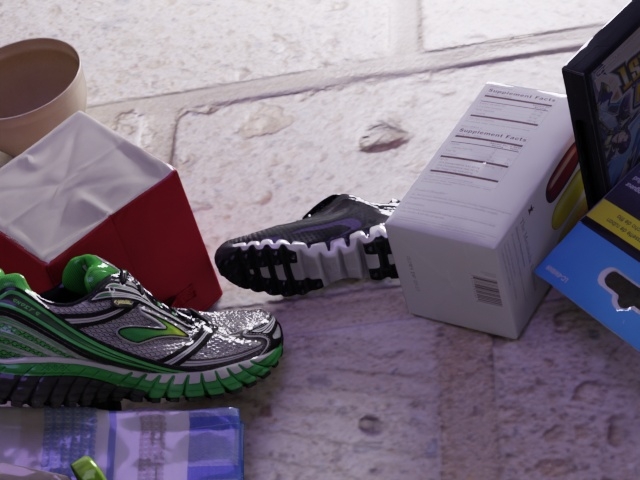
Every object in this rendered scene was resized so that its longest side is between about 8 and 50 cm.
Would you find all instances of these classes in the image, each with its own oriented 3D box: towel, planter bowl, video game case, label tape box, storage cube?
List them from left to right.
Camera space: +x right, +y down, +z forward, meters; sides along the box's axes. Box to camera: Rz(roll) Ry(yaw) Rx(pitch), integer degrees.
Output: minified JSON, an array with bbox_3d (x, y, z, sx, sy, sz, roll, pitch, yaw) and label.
[{"bbox_3d":[-0.364,-0.164,2.155,0.162,0.109,0.162,-9,42,8],"label":"planter bowl"},{"bbox_3d":[-0.250,0.007,1.874,0.184,0.193,0.215,-38,45,-22],"label":"storage cube"},{"bbox_3d":[-0.214,0.249,1.645,0.285,0.034,0.209,2,55,-4],"label":"towel"},{"bbox_3d":[0.365,-0.160,1.811,0.035,0.248,0.275,24,56,38],"label":"video game case"},{"bbox_3d":[0.423,-0.010,1.700,0.348,0.115,0.249,-45,38,-3],"label":"label tape box"}]

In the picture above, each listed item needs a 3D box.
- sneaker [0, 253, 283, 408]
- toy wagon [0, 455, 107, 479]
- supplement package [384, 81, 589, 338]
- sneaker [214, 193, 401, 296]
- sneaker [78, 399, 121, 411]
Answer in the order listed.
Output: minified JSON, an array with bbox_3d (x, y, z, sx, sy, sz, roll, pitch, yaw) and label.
[{"bbox_3d":[-0.186,0.089,1.720,0.344,0.146,0.134,1,3,-33],"label":"sneaker"},{"bbox_3d":[-0.299,0.303,1.545,0.267,0.068,0.344,-31,77,-16],"label":"toy wagon"},{"bbox_3d":[0.193,-0.037,1.818,0.134,0.139,0.244,13,50,31],"label":"supplement package"},{"bbox_3d":[0.000,0.000,1.892,0.234,0.078,0.106,-6,40,6],"label":"sneaker"},{"bbox_3d":[-0.268,0.205,1.737,0.051,0.089,0.170,14,58,33],"label":"sneaker"}]
